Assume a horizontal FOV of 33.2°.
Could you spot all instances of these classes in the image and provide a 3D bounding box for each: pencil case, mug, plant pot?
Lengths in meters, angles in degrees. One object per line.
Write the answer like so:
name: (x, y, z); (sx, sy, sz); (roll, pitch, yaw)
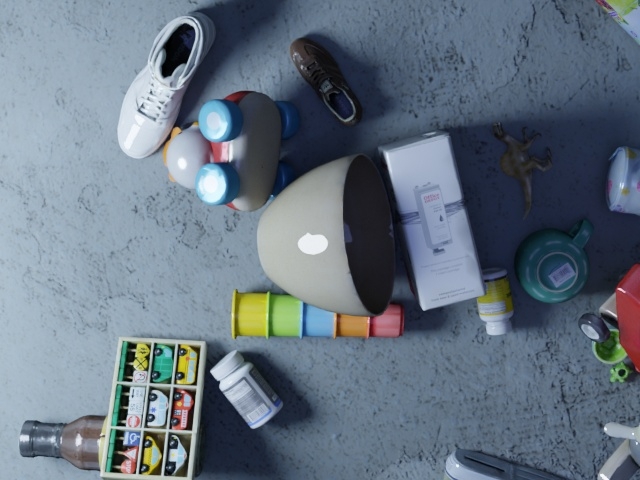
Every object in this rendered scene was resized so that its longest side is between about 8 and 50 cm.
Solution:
pencil case: (0.647, -0.091, 1.909); (0.273, 0.113, 0.124); (9, 89, 1)
mug: (0.423, 0.036, 1.945); (0.129, 0.097, 0.158); (7, 100, 2)
plant pot: (0.000, 0.000, 1.886); (0.190, 0.284, 0.284); (-7, 99, 20)

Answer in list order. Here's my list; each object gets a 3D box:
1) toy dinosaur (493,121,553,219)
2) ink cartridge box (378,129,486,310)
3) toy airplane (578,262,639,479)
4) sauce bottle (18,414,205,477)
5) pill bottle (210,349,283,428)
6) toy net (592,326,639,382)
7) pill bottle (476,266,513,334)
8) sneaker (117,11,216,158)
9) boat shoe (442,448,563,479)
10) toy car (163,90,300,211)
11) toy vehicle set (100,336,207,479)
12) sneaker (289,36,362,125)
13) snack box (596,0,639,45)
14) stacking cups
toy dinosaur: (0.374, -0.137, 1.953); (0.092, 0.053, 0.183); (-21, 90, 21)
ink cartridge box: (0.191, -0.042, 1.888); (0.117, 0.207, 0.283); (-14, 98, 1)
toy airplane: (0.646, 0.240, 1.846); (0.384, 0.272, 0.386); (4, 95, -30)
sauce bottle: (-0.392, 0.383, 2.032); (0.344, 0.111, 0.112); (5, 99, 3)
pill bottle: (-0.140, 0.278, 2.019); (0.078, 0.078, 0.137); (-37, 95, 7)
toy net: (0.618, 0.170, 1.985); (0.232, 0.045, 0.122); (-33, 96, 7)
pill bottle: (0.320, 0.112, 1.979); (0.065, 0.065, 0.116); (-10, 99, 4)
sneaker: (-0.288, -0.272, 1.894); (0.108, 0.169, 0.293); (28, 100, -4)
boat shoe: (0.373, 0.486, 2.028); (0.302, 0.109, 0.094); (21, 115, 8)
toy car: (-0.195, -0.167, 1.919); (0.237, 0.219, 0.210); (9, 100, 30)
toy vehicle set: (-0.304, 0.312, 1.982); (0.165, 0.035, 0.267); (2, 65, 2)
sneaker: (0.013, -0.287, 1.926); (0.066, 0.071, 0.188); (-39, 96, 8)
snack box: (0.617, -0.416, 1.880); (0.207, 0.070, 0.174); (43, 98, -6)
stacking cups: (-0.004, 0.137, 1.983); (0.316, 0.096, 0.096); (0, 99, 2)
